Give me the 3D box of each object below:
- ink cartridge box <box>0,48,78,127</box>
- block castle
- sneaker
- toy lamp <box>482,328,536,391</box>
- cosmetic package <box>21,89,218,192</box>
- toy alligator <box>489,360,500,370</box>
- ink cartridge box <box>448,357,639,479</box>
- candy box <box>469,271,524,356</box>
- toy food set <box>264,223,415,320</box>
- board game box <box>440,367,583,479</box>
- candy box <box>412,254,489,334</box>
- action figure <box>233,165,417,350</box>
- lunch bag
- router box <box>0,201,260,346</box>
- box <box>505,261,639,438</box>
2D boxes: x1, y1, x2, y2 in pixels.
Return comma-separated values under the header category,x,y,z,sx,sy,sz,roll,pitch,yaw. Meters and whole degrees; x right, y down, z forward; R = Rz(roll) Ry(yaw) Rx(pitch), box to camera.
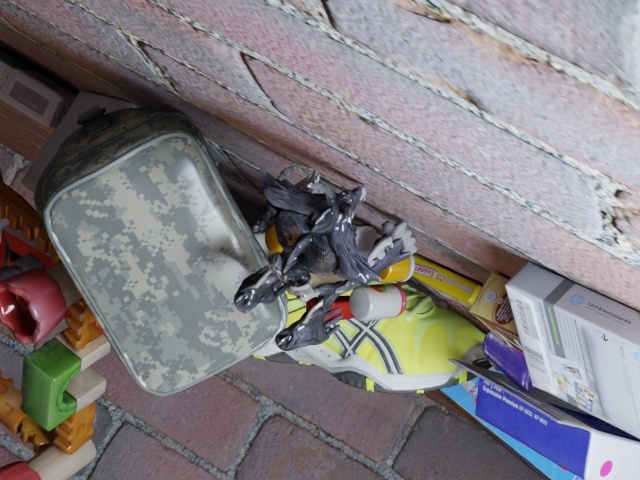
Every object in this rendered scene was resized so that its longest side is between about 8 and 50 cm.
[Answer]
category,x,y,z,sx,sy,sz,roll,pitch,yaw
ink cartridge box,-0.400,-0.222,2.424,0.181,0.056,0.224,30,-168,8
block castle,-0.445,0.137,2.269,0.303,0.213,0.453,36,138,22
sneaker,0.043,0.088,2.178,0.384,0.147,0.145,9,-159,21
toy lamp,0.296,0.160,1.836,0.274,0.080,0.080,29,173,26
cosmetic package,-0.259,-0.085,2.245,0.151,0.151,0.183,36,172,-30
toy alligator,0.263,0.161,2.117,0.051,0.056,0.189,-17,155,22
ink cartridge box,0.307,0.223,1.980,0.371,0.069,0.176,22,-176,-44
candy box,0.249,0.103,1.734,0.186,0.053,0.109,25,170,38
toy food set,0.044,0.035,2.006,0.104,0.111,0.232,-3,-174,-38
board game box,0.291,0.258,2.388,0.302,0.086,0.308,38,177,26
candy box,0.190,0.084,1.990,0.105,0.027,0.206,22,169,44
action figure,0.000,0.000,1.781,0.164,0.141,0.276,39,148,6
lunch bag,-0.189,0.000,2.047,0.305,0.212,0.256,61,180,-21
router box,-0.218,0.031,2.400,0.301,0.082,0.335,28,-147,31
box,0.260,0.110,1.575,0.186,0.038,0.145,27,149,41
